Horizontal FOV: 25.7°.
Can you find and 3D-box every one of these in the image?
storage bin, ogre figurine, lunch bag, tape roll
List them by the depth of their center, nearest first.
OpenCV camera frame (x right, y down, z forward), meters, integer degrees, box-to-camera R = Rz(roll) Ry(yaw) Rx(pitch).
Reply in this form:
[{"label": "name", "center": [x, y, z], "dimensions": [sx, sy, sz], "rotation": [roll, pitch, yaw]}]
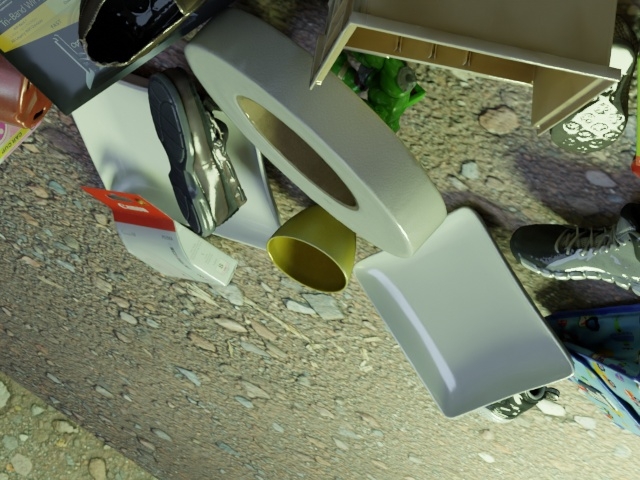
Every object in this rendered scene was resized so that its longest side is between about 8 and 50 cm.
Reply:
[{"label": "storage bin", "center": [0.140, -0.211, 1.428], "dimensions": [0.262, 0.123, 0.260], "rotation": [10, 169, -8]}, {"label": "ogre figurine", "center": [0.060, -0.195, 1.710], "dimensions": [0.118, 0.097, 0.197], "rotation": [43, 136, 12]}, {"label": "tape roll", "center": [-0.007, -0.130, 1.748], "dimensions": [0.392, 0.072, 0.392], "rotation": [41, 173, 6]}, {"label": "lunch bag", "center": [0.442, 0.190, 1.972], "dimensions": [0.221, 0.138, 0.293], "rotation": [43, 163, -22]}]

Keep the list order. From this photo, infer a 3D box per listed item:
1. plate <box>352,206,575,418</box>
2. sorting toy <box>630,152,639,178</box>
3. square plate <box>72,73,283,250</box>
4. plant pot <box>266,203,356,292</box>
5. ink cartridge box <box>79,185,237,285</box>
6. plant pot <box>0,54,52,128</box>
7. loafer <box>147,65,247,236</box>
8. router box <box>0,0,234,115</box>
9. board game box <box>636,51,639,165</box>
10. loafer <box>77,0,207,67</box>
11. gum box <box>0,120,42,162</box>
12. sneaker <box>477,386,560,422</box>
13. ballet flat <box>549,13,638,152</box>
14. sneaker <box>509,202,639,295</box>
[{"label": "plate", "center": [0.206, 0.102, 2.008], "dimensions": [0.277, 0.045, 0.278], "rotation": [-30, 95, 49]}, {"label": "sorting toy", "center": [0.488, -0.020, 1.630], "dimensions": [0.274, 0.046, 0.132], "rotation": [20, 151, 18]}, {"label": "square plate", "center": [-0.214, -0.132, 2.121], "dimensions": [0.344, 0.049, 0.347], "rotation": [18, 150, 21]}, {"label": "plant pot", "center": [0.000, 0.000, 2.082], "dimensions": [0.134, 0.095, 0.134], "rotation": [23, 152, 13]}, {"label": "ink cartridge box", "center": [-0.277, -0.005, 2.320], "dimensions": [0.232, 0.066, 0.189], "rotation": [31, 166, -39]}, {"label": "plant pot", "center": [-0.489, -0.290, 1.925], "dimensions": [0.265, 0.272, 0.272], "rotation": [20, 152, 3]}, {"label": "loafer", "center": [-0.167, -0.134, 1.954], "dimensions": [0.109, 0.095, 0.302], "rotation": [47, 157, 35]}, {"label": "router box", "center": [-0.281, -0.322, 1.704], "dimensions": [0.309, 0.081, 0.243], "rotation": [-28, 121, 29]}, {"label": "board game box", "center": [0.393, -0.141, 1.522], "dimensions": [0.092, 0.043, 0.181], "rotation": [18, 150, 23]}, {"label": "loafer", "center": [-0.147, -0.312, 1.553], "dimensions": [0.134, 0.130, 0.366], "rotation": [31, 126, -19]}, {"label": "gum box", "center": [-0.537, -0.176, 2.219], "dimensions": [0.062, 0.188, 0.107], "rotation": [1, 133, 44]}, {"label": "sneaker", "center": [0.246, 0.173, 2.140], "dimensions": [0.268, 0.101, 0.153], "rotation": [40, 146, -19]}, {"label": "ballet flat", "center": [0.304, -0.173, 1.555], "dimensions": [0.084, 0.058, 0.250], "rotation": [3, 154, 4]}, {"label": "sneaker", "center": [0.352, -0.008, 1.755], "dimensions": [0.229, 0.086, 0.132], "rotation": [12, 144, 14]}]
